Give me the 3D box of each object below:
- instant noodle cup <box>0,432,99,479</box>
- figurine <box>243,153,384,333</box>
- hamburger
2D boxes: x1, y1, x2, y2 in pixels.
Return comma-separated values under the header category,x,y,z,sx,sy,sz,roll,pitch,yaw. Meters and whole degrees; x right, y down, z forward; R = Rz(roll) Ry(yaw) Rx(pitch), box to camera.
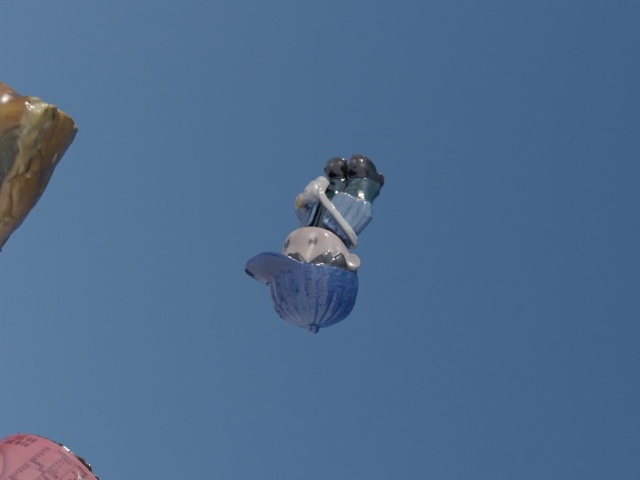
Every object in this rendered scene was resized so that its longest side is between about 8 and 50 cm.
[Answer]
category,x,y,z,sx,sy,sz,roll,pitch,yaw
instant noodle cup,-0.329,0.315,1.815,0.244,0.255,0.244,14,-58,24
figurine,0.005,0.006,1.426,0.077,0.136,0.079,-6,-53,43
hamburger,-0.365,-0.055,1.808,0.209,0.162,0.330,-61,-155,-8
